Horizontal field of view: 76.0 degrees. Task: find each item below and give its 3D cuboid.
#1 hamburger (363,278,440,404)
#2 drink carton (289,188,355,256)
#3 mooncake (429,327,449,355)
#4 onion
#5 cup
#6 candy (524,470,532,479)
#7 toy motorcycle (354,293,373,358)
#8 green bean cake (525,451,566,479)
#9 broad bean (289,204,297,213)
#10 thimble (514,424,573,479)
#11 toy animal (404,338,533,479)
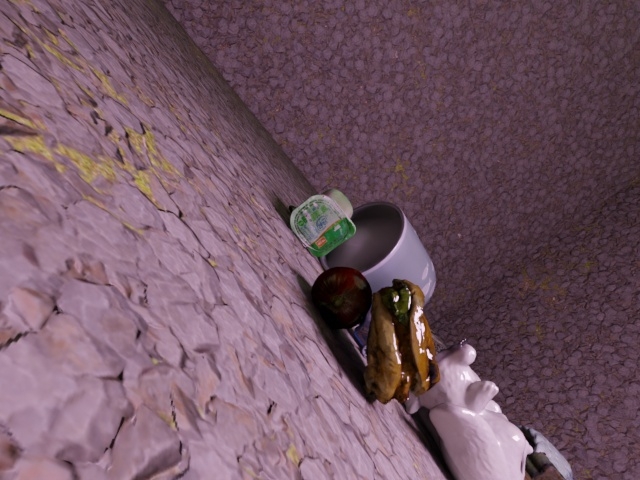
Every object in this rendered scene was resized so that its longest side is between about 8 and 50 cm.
[{"bbox_3d":[0.141,0.169,0.701,0.183,0.130,0.206,66,29,-79],"label":"hamburger"},{"bbox_3d":[0.015,-0.065,1.096,0.144,0.146,0.142,50,27,-9],"label":"drink carton"},{"bbox_3d":[0.336,0.373,1.195,0.254,0.136,0.250,50,3,-20],"label":"mooncake"},{"bbox_3d":[0.043,0.104,0.772,0.117,0.118,0.118,47,8,-7],"label":"onion"},{"bbox_3d":[0.170,0.110,1.141,0.274,0.259,0.357,47,39,-36],"label":"cup"},{"bbox_3d":[0.452,0.579,1.051,0.234,0.104,0.102,55,12,22],"label":"candy"},{"bbox_3d":[0.127,0.186,0.855,0.205,0.114,0.076,53,6,10],"label":"toy motorcycle"},{"bbox_3d":[0.591,0.691,1.109,0.181,0.173,0.094,49,8,-2],"label":"green bean cake"},{"bbox_3d":[0.000,0.000,1.267,0.297,0.043,0.060,51,-4,-21],"label":"broad bean"},{"bbox_3d":[0.658,0.715,1.290,0.172,0.205,0.250,47,23,5],"label":"thimble"},{"bbox_3d":[0.278,0.351,0.810,0.289,0.174,0.249,57,-3,45],"label":"toy animal"}]
